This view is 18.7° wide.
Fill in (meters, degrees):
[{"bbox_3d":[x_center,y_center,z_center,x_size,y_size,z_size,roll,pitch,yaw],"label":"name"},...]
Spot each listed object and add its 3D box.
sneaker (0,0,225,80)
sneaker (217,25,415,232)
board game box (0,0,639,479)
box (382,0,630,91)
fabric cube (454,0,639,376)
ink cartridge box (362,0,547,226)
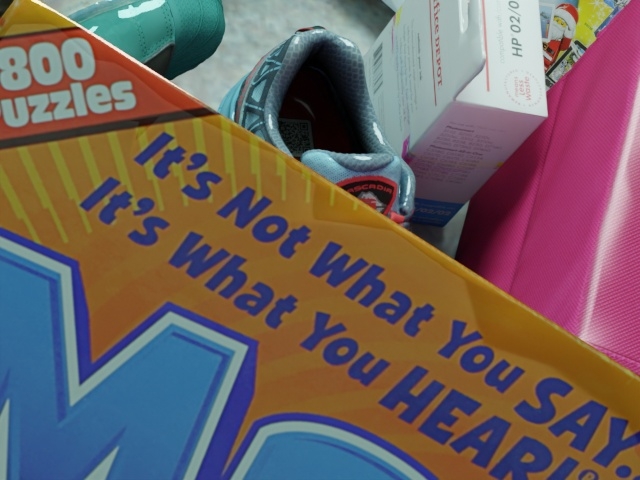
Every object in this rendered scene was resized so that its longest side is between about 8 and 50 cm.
[{"bbox_3d":[-0.166,-0.046,1.047,0.302,0.108,0.121,-28,79,-23],"label":"sneaker"},{"bbox_3d":[0.000,0.000,1.074,0.104,0.125,0.262,-4,67,-24],"label":"sneaker"},{"bbox_3d":[-0.076,0.192,0.767,0.356,0.356,0.356,32,71,-5],"label":"board game box"},{"bbox_3d":[0.130,-0.176,1.204,0.233,0.159,0.044,42,17,1],"label":"box"},{"bbox_3d":[0.217,0.050,1.060,0.254,0.259,0.258,24,58,-8],"label":"fabric cube"},{"bbox_3d":[0.079,-0.094,1.121,0.061,0.181,0.104,8,63,-19],"label":"ink cartridge box"}]
